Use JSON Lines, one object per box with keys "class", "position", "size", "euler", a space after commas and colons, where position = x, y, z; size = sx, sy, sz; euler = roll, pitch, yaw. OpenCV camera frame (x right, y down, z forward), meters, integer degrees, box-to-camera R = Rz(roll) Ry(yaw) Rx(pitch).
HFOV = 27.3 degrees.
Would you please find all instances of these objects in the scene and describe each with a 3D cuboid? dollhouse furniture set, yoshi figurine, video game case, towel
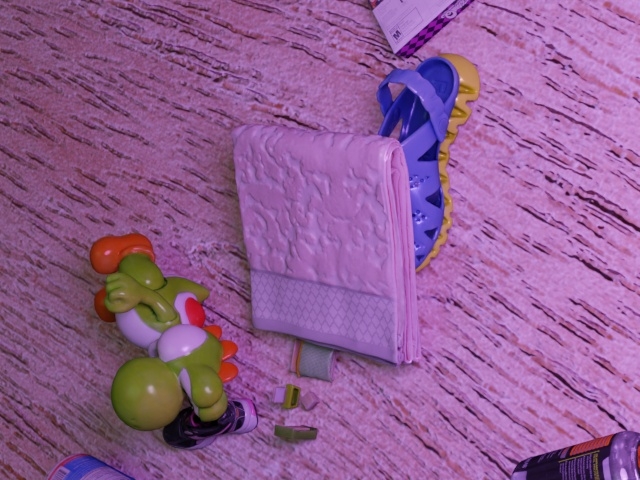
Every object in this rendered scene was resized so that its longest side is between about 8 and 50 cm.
{"class": "dollhouse furniture set", "position": [-0.028, 0.211, 1.911], "size": [0.076, 0.058, 0.152], "euler": [7, 87, 40]}
{"class": "yoshi figurine", "position": [-0.275, 0.156, 2.009], "size": [0.203, 0.203, 0.362], "euler": [-52, 45, 12]}
{"class": "video game case", "position": [0.156, -0.411, 1.878], "size": [0.232, 0.042, 0.210], "euler": [-40, 59, 28]}
{"class": "towel", "position": [0.000, 0.000, 1.840], "size": [0.332, 0.053, 0.317], "euler": [11, 112, 46]}

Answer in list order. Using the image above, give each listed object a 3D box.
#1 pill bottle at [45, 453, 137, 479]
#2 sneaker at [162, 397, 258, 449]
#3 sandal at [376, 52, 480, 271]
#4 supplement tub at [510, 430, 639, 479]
{"class": "pill bottle", "position": [-0.331, 0.429, 2.085], "size": [0.221, 0.124, 0.124], "euler": [19, 94, 40]}
{"class": "sneaker", "position": [-0.185, 0.274, 2.019], "size": [0.178, 0.077, 0.072], "euler": [-25, 66, 35]}
{"class": "sandal", "position": [0.116, -0.110, 1.798], "size": [0.126, 0.138, 0.317], "euler": [9, 90, 39]}
{"class": "supplement tub", "position": [0.330, 0.294, 1.556], "size": [0.190, 0.117, 0.117], "euler": [-23, 68, 35]}
